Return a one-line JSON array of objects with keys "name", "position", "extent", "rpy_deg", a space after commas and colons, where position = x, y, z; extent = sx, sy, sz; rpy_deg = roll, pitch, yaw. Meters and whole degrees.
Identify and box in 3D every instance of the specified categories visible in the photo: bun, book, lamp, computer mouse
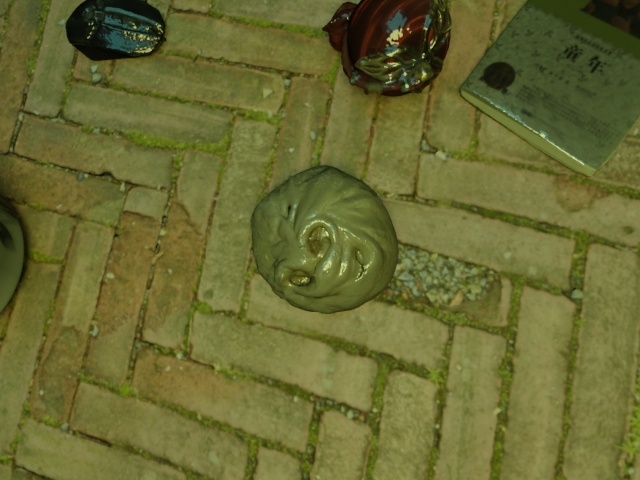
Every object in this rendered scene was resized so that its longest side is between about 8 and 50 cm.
[{"name": "bun", "position": [0.000, 0.000, 0.620], "extent": [0.230, 0.133, 0.232], "rpy_deg": [-1, 84, 7]}, {"name": "book", "position": [0.409, -0.298, 0.653], "extent": [0.239, 0.035, 0.352], "rpy_deg": [37, 89, 13]}, {"name": "lamp", "position": [0.113, -0.319, 0.639], "extent": [0.215, 0.151, 0.223], "rpy_deg": [-35, 77, -2]}, {"name": "computer mouse", "position": [-0.370, -0.378, 0.759], "extent": [0.192, 0.062, 0.106], "rpy_deg": [7, 83, 10]}]

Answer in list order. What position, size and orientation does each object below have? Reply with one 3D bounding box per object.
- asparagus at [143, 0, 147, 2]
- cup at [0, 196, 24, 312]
[{"name": "asparagus", "position": [-0.411, -0.503, 0.799], "extent": [0.235, 0.027, 0.034], "rpy_deg": [33, 77, 11]}, {"name": "cup", "position": [-0.627, 0.026, 0.686], "extent": [0.346, 0.163, 0.348], "rpy_deg": [-1, 83, 8]}]
